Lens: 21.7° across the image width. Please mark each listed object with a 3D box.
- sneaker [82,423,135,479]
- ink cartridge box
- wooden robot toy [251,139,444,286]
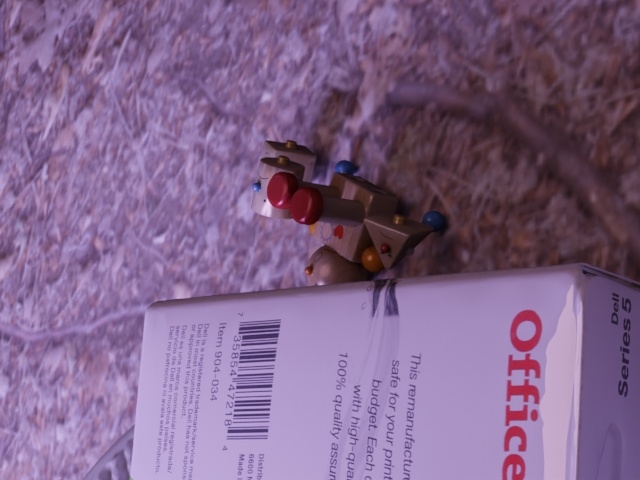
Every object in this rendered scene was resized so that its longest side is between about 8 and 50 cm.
[{"bbox_3d":[-0.103,0.228,0.986,0.126,0.127,0.321,24,73,46],"label":"sneaker"},{"bbox_3d":[0.037,0.125,0.806,0.272,0.114,0.198,-6,74,41],"label":"ink cartridge box"},{"bbox_3d":[0.000,0.000,0.964,0.173,0.076,0.079,33,115,51],"label":"wooden robot toy"}]
